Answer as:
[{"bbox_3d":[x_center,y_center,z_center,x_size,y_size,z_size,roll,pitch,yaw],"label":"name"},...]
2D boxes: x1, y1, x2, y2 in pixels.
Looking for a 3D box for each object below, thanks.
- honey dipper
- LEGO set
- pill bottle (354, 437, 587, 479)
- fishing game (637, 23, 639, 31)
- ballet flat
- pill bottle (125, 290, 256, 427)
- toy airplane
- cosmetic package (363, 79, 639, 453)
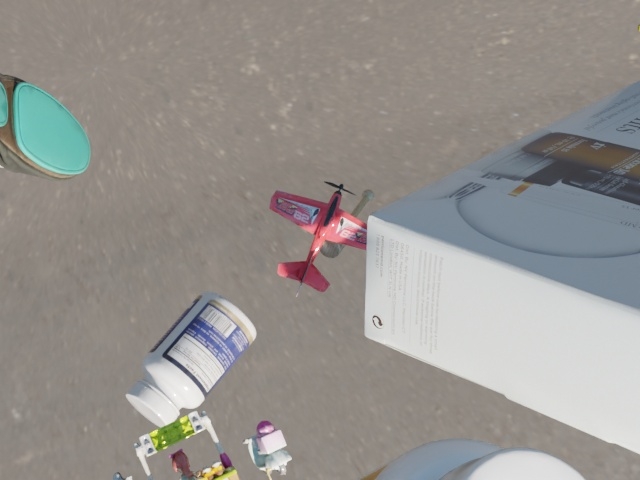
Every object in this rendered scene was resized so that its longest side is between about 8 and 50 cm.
[{"bbox_3d":[0.039,-0.029,1.509,0.031,0.160,0.030,11,123,17],"label":"honey dipper"},{"bbox_3d":[-0.179,0.253,1.199,0.287,0.132,0.107,-19,77,-31],"label":"LEGO set"},{"bbox_3d":[0.048,0.167,0.560,0.117,0.215,0.117,10,62,-20],"label":"pill bottle"},{"bbox_3d":[0.361,-0.341,1.158,0.189,0.041,0.264,-2,80,2],"label":"fishing game"},{"bbox_3d":[-0.336,-0.125,1.151,0.096,0.280,0.095,-5,75,16],"label":"ballet flat"},{"bbox_3d":[-0.168,0.154,1.467,0.094,0.094,0.169,46,67,-14],"label":"pill bottle"},{"bbox_3d":[0.000,0.000,1.421,0.151,0.028,0.151,0,90,-6],"label":"toy airplane"},{"bbox_3d":[0.255,0.002,0.750,0.377,0.284,0.097,-27,129,-43],"label":"cosmetic package"}]
